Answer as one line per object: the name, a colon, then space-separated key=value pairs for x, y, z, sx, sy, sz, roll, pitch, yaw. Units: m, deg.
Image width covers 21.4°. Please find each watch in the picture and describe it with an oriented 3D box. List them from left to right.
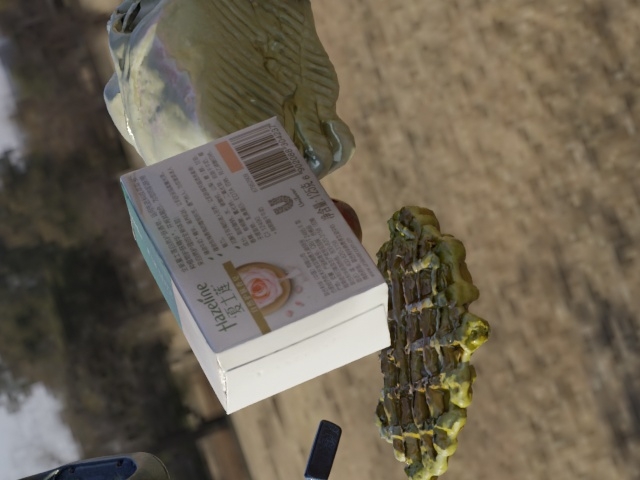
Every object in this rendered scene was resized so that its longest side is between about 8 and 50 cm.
watch: x=-0.254 y=0.256 z=1.596 sx=0.206 sy=0.193 sz=0.068 roll=-9 pitch=96 yaw=39

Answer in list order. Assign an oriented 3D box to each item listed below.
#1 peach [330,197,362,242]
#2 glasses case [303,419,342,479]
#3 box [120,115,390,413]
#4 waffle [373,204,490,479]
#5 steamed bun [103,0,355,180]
peach: x=-0.001 y=0.001 z=1.858 sx=0.101 sy=0.101 sz=0.100 roll=161 pitch=90 yaw=-85
glasses case: x=0.003 y=0.278 z=2.217 sx=0.023 sy=0.033 sz=0.083 roll=134 pitch=155 yaw=-66
box: x=-0.050 y=0.014 z=1.253 sx=0.081 sy=0.135 sz=0.199 roll=82 pitch=162 yaw=-47
waffle: x=0.101 y=0.101 z=1.723 sx=0.291 sy=0.051 sz=0.291 roll=179 pitch=90 yaw=-75
steamed bun: x=-0.127 y=-0.155 z=1.874 sx=0.268 sy=0.207 sz=0.280 roll=-13 pitch=-95 yaw=-51
